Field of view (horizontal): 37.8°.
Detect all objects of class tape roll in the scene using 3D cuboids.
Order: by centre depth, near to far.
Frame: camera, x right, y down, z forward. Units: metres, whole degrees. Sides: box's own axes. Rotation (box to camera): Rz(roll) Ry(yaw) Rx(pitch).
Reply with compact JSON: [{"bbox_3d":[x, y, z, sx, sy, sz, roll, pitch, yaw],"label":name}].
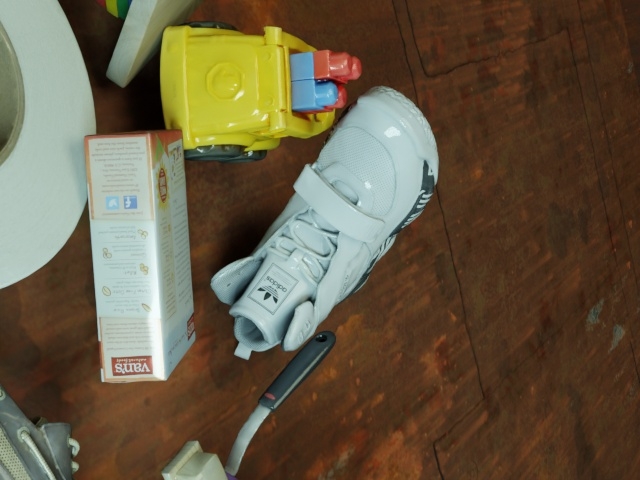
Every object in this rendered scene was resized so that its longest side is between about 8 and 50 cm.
[{"bbox_3d":[-0.345,-0.134,0.756,0.392,0.072,0.392,35,46,-47],"label":"tape roll"}]

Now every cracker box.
[{"bbox_3d":[-0.175,0.008,0.925,0.156,0.067,0.232,-73,160,-82],"label":"cracker box"}]

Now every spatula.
[{"bbox_3d":[-0.072,0.208,1.038,0.296,0.084,0.030,-50,140,-26],"label":"spatula"}]

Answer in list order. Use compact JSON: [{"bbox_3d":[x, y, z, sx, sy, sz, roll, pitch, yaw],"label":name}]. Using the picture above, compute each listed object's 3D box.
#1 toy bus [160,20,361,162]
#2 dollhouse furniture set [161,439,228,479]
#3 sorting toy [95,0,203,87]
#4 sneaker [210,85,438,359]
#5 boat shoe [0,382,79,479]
[{"bbox_3d":[-0.050,-0.172,1.067,0.220,0.211,0.149,-4,90,-72],"label":"toy bus"},{"bbox_3d":[-0.180,0.404,0.811,0.303,0.174,0.355,-43,122,-48],"label":"dollhouse furniture set"},{"bbox_3d":[-0.150,-0.334,0.984,0.089,0.255,0.257,32,48,-5],"label":"sorting toy"},{"bbox_3d":[0.000,0.000,1.064,0.137,0.366,0.210,38,51,10],"label":"sneaker"},{"bbox_3d":[-0.261,0.206,0.803,0.355,0.132,0.130,61,41,-27],"label":"boat shoe"}]
